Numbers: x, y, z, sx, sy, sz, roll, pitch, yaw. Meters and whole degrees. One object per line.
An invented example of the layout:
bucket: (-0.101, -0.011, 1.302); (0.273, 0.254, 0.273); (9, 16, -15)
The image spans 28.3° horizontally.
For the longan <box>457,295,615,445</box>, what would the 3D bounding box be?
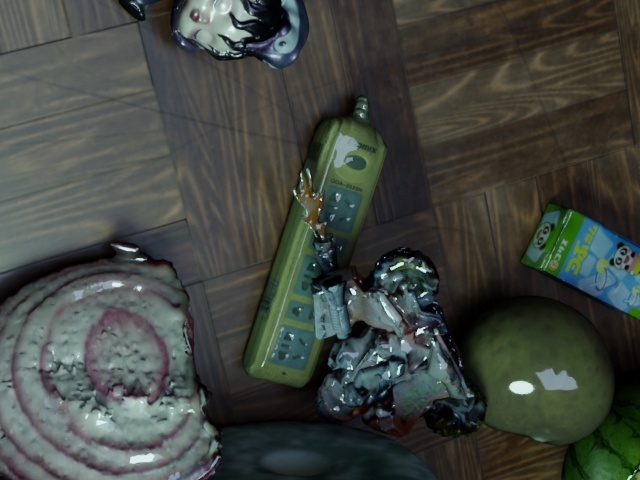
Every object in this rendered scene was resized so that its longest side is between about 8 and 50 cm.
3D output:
longan: (0.288, 0.172, 1.703); (0.220, 0.196, 0.196); (18, 93, 4)

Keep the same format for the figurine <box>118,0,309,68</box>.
figurine: (-0.117, -0.281, 1.502); (0.222, 0.145, 0.145); (30, 87, -13)

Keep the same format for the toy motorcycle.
toy motorcycle: (0.060, 0.100, 1.564); (0.207, 0.134, 0.401); (-18, 117, 8)

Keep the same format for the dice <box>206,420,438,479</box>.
dice: (-0.037, 0.426, 1.542); (0.330, 0.328, 0.348); (-3, 101, -21)

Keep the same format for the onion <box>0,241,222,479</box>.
onion: (-0.270, 0.174, 1.487); (0.280, 0.146, 0.314); (-8, 65, -9)

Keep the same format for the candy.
candy: (0.388, 0.030, 1.792); (0.194, 0.062, 0.097); (26, 90, -25)

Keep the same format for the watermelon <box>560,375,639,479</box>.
watermelon: (0.444, 0.315, 1.791); (0.331, 0.189, 0.330); (-18, 118, -37)

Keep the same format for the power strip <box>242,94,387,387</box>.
power strip: (0.000, 0.000, 1.625); (0.092, 0.066, 0.387); (16, 93, -26)

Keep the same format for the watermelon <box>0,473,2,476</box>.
watermelon: (-0.401, 0.316, 1.472); (0.231, 0.146, 0.128); (-24, 108, -19)
